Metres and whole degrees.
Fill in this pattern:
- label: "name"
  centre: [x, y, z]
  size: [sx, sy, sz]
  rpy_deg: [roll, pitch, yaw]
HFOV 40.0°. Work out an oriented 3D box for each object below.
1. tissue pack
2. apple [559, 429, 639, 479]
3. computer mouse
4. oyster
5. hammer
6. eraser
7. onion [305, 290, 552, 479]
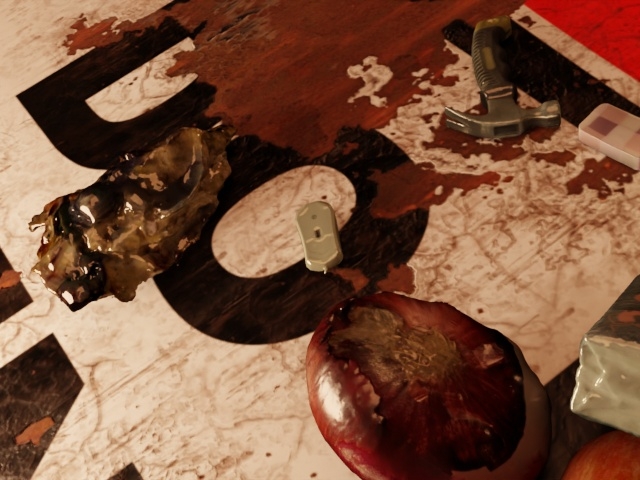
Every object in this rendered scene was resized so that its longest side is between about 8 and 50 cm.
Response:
- label: "tissue pack"
  centre: [0.387, 0.116, 0.840]
  size: [0.228, 0.103, 0.316]
  rpy_deg: [16, 15, 25]
- label: "apple"
  centre: [0.304, 0.270, 0.802]
  size: [0.188, 0.188, 0.173]
  rpy_deg: [14, 63, 23]
- label: "computer mouse"
  centre: [0.000, 0.000, 1.187]
  size: [0.056, 0.032, 0.110]
  rpy_deg: [-14, 62, 5]
- label: "oyster"
  centre: [-0.244, -0.051, 1.237]
  size: [0.361, 0.096, 0.221]
  rpy_deg: [-32, 63, -17]
- label: "hammer"
  centre: [0.258, -0.242, 1.297]
  size: [0.159, 0.041, 0.226]
  rpy_deg: [-6, 53, 8]
- label: "eraser"
  centre: [0.408, -0.141, 1.190]
  size: [0.065, 0.026, 0.105]
  rpy_deg: [-41, 54, -20]
- label: "onion"
  centre: [0.103, 0.186, 0.945]
  size: [0.272, 0.195, 0.272]
  rpy_deg: [17, 38, -14]
